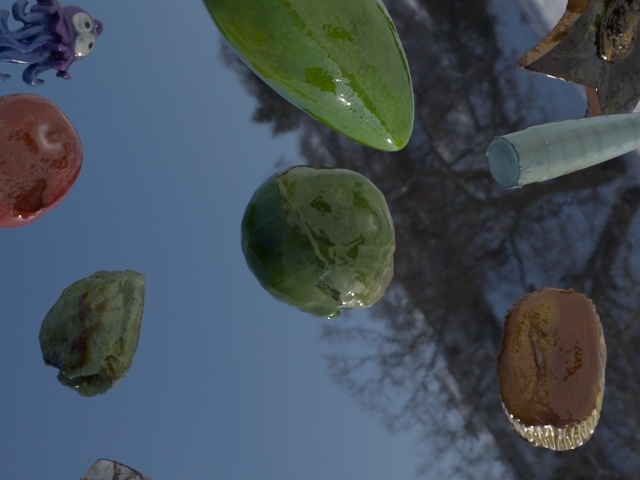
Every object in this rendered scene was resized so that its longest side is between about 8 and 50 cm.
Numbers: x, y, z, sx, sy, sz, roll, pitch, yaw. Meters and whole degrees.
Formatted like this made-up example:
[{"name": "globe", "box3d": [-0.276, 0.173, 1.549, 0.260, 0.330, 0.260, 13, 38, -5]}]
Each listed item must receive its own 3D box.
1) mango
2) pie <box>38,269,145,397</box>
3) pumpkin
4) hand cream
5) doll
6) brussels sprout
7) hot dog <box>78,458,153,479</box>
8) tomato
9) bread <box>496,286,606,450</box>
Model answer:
[{"name": "mango", "box3d": [-0.007, -0.222, 1.254, 0.343, 0.156, 0.192, 46, -165, -30]}, {"name": "pie", "box3d": [-0.345, 0.132, 1.804, 0.090, 0.201, 0.248, 26, 163, -36]}, {"name": "pumpkin", "box3d": [0.407, -0.299, 1.733, 0.095, 0.258, 0.290, 24, 180, 41]}, {"name": "hand cream", "box3d": [0.247, -0.091, 1.094, 0.078, 0.204, 0.050, -4, 100, 65]}, {"name": "doll", "box3d": [-0.339, -0.235, 1.427, 0.206, 0.067, 0.110, -25, -61, -42]}, {"name": "brussels sprout", "box3d": [0.000, 0.000, 1.798, 0.244, 0.244, 0.244, 51, -168, -16]}, {"name": "hot dog", "box3d": [-0.243, 0.416, 1.808, 0.268, 0.075, 0.144, 33, 152, -11]}, {"name": "tomato", "box3d": [-0.484, -0.119, 1.901, 0.188, 0.232, 0.232, 46, -167, -6]}, {"name": "bread", "box3d": [0.291, 0.158, 1.512, 0.114, 0.132, 0.191, 58, -147, -59]}]
